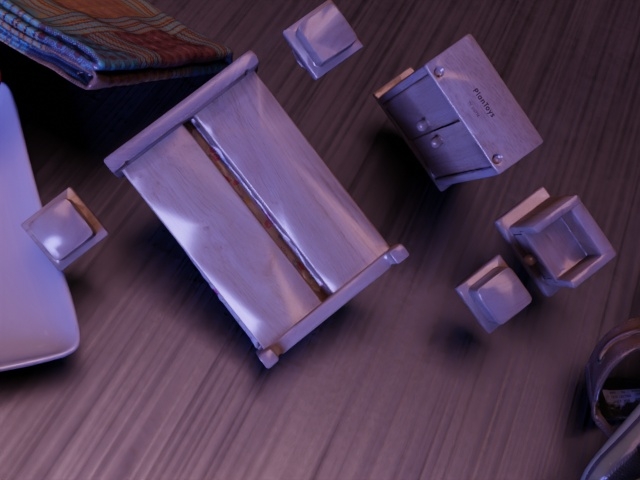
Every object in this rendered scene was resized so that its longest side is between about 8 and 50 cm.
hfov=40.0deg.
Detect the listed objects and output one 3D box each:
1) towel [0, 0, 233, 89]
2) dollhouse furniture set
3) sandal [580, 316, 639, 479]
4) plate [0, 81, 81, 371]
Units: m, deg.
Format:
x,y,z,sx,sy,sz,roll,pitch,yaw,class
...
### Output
x,y,z,sx,sy,sz,roll,pitch,yaw,class
-0.279,-0.242,0.775,0.370,0.040,0.271,30,21,8,towel
0.000,0.000,0.739,0.356,0.174,0.303,-37,95,-6,dollhouse furniture set
0.268,0.107,0.718,0.086,0.120,0.302,14,45,31,sandal
-0.347,0.005,0.656,0.277,0.045,0.278,-13,59,-22,plate
